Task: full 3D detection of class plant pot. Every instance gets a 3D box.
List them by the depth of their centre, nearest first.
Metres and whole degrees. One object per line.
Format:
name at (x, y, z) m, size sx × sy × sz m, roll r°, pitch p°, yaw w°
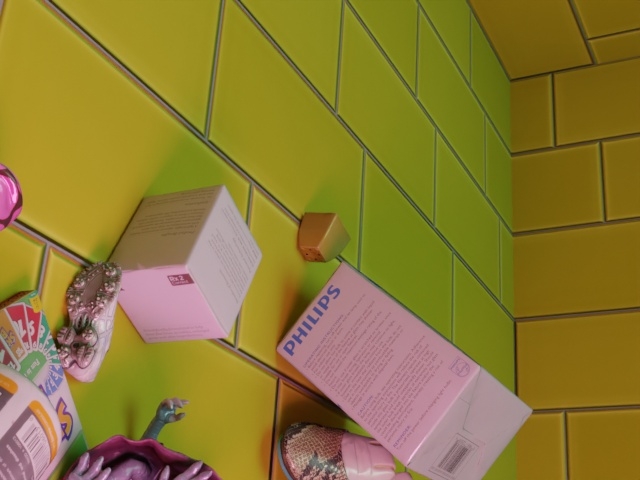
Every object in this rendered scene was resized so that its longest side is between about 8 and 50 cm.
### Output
plant pot at (0.000, 0.000, 2.019) m, size 0.081 × 0.081 × 0.083 m, roll 59°, pitch 45°, yaw -40°

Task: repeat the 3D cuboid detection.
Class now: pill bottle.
pill bottle at (-0.397, 0.261, 0.995) m, size 0.162 × 0.162 × 0.278 m, roll 69°, pitch 29°, yaw -26°

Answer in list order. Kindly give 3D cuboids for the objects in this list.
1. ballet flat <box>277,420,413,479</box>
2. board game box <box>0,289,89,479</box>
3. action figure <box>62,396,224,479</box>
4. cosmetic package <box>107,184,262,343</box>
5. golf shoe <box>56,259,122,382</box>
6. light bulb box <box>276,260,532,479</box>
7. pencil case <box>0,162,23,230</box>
ballet flat at (0.086, 0.472, 1.905) m, size 0.483 × 0.182 × 0.164 m, roll 59°, pitch 22°, yaw -46°
board game box at (-0.365, 0.204, 1.232) m, size 0.124 × 0.039 × 0.259 m, roll -40°, pitch 122°, yaw -60°
action figure at (-0.201, 0.383, 1.346) m, size 0.275 × 0.248 × 0.370 m, roll -50°, pitch 164°, yaw -16°
cosmetic package at (-0.204, 0.037, 1.482) m, size 0.151 × 0.151 × 0.183 m, roll 64°, pitch 32°, yaw -35°
golf shoe at (-0.314, 0.112, 1.354) m, size 0.086 × 0.069 × 0.176 m, roll 82°, pitch 18°, yaw -55°
light bulb box at (0.168, 0.271, 1.907) m, size 0.225 × 0.361 × 0.358 m, roll -52°, pitch 145°, yaw -2°
pencil case at (-0.428, -0.025, 1.097) m, size 0.209 × 0.095 × 0.098 m, roll -55°, pitch 163°, yaw -56°
